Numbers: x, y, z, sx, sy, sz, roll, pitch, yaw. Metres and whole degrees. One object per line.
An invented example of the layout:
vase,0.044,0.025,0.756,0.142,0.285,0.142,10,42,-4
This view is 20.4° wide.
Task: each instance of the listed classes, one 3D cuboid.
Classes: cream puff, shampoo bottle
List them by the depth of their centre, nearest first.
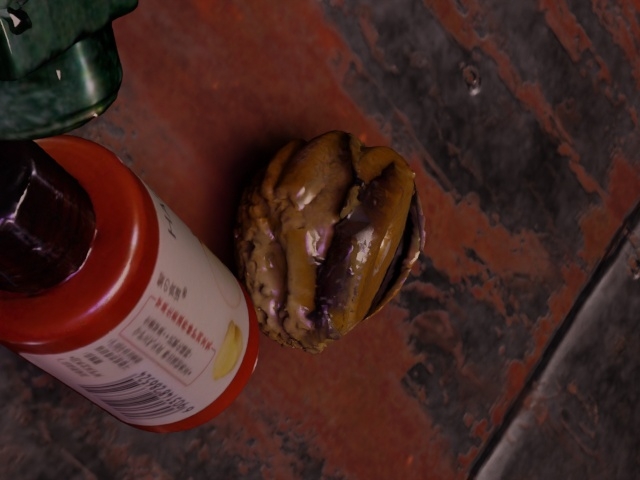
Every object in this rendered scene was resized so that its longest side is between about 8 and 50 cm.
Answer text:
shampoo bottle,-0.116,0.016,0.869,0.104,0.104,0.278,-64,159,-11
cream puff,0.000,0.000,1.046,0.133,0.104,0.119,-65,166,0

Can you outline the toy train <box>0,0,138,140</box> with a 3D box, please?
toy train,-0.212,-0.243,0.674,0.179,0.272,0.442,-40,126,-43
